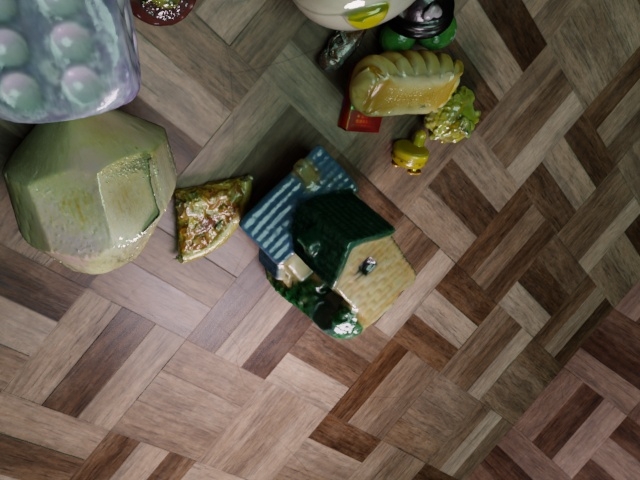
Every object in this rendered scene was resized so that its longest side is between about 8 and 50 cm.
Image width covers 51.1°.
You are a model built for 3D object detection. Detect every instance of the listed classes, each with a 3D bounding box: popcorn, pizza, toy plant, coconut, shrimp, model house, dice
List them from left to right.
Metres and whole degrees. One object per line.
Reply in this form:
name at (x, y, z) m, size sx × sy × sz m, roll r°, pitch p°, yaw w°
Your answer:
dice at (-0.478, -0.377, 1.195) m, size 0.270 × 0.271 × 0.270 m, roll -9°, pitch 120°, yaw -7°
coconut at (-0.458, -0.125, 1.367) m, size 0.352 × 0.352 × 0.353 m, roll -15°, pitch 123°, yaw -25°
pizza at (-0.283, -0.068, 1.671) m, size 0.292 × 0.058 × 0.197 m, roll -47°, pitch 129°, yaw -1°
model house at (0.000, 0.000, 1.674) m, size 0.334 × 0.382 × 0.342 m, roll -44°, pitch 135°, yaw -6°
shrimp at (0.064, -0.496, 1.641) m, size 0.073 × 0.075 × 0.190 m, roll 38°, pitch 101°, yaw -9°
toy plant at (0.250, -0.558, 1.669) m, size 0.218 × 0.175 × 0.235 m, roll -22°, pitch 154°, yaw -12°
popcorn at (0.370, -0.351, 1.881) m, size 0.173 × 0.142 × 0.173 m, roll 0°, pitch 91°, yaw -30°

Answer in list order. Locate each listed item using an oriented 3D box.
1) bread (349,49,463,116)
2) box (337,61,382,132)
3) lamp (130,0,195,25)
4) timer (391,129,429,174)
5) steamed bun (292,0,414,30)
bread at (0.206, -0.399, 1.672) m, size 0.311 × 0.121 × 0.173 m, roll -7°, pitch 147°, yaw -32°
box at (0.120, -0.372, 1.756) m, size 0.112 × 0.048 × 0.175 m, roll -3°, pitch 117°, yaw -31°
lamp at (-0.321, -0.507, 1.344) m, size 0.157 × 0.135 × 0.156 m, roll -32°, pitch 129°, yaw -15°
timer at (0.254, -0.251, 1.871) m, size 0.107 × 0.107 × 0.109 m, roll -6°, pitch 129°, yaw -29°
steamed bun at (0.092, -0.622, 1.415) m, size 0.374 × 0.334 × 0.334 m, roll -47°, pitch 130°, yaw 3°
